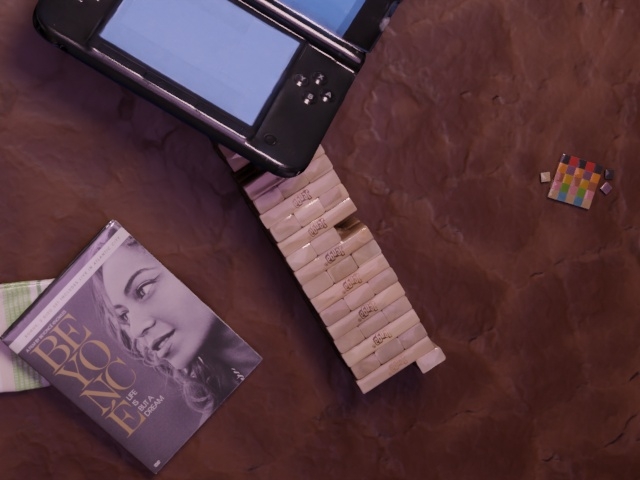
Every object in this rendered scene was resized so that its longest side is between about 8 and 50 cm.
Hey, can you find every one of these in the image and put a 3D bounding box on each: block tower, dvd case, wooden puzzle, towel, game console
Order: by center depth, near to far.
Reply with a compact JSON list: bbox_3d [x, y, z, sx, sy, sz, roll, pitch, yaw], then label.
[{"bbox_3d":[-0.075,-0.248,1.556,0.293,0.173,0.250,30,51,-4],"label":"game console"},{"bbox_3d":[-0.283,0.093,1.692,0.152,0.023,0.113,-7,105,-14],"label":"towel"},{"bbox_3d":[0.000,0.000,1.699,0.097,0.091,0.335,-33,106,-4],"label":"block tower"},{"bbox_3d":[-0.189,0.110,1.701,0.164,0.018,0.221,-47,112,-4],"label":"dvd case"},{"bbox_3d":[0.273,-0.063,1.791,0.083,0.006,0.049,16,97,-16],"label":"wooden puzzle"}]
